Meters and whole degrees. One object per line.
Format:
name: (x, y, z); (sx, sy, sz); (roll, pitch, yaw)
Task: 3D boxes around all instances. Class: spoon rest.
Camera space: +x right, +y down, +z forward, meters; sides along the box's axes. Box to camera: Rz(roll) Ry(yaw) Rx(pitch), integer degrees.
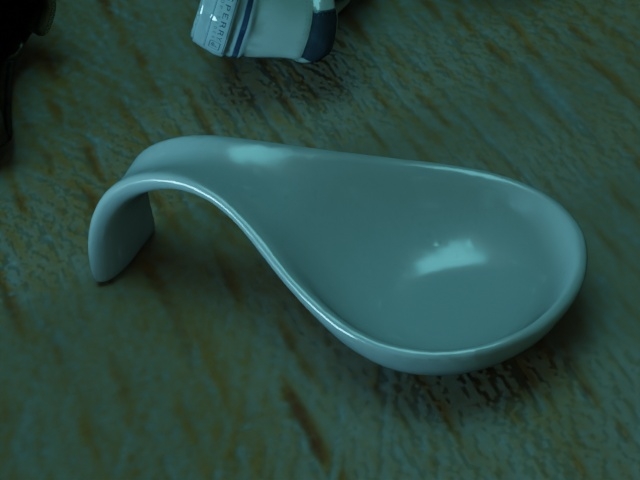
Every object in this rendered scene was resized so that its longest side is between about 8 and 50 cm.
spoon rest: (0.000, 0.000, 0.986); (0.276, 0.084, 0.137); (10, 44, 27)

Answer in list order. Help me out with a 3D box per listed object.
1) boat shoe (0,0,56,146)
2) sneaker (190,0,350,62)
boat shoe: (-0.211, -0.146, 1.224); (0.095, 0.095, 0.257); (-3, 51, 8)
sneaker: (-0.017, -0.182, 1.226); (0.091, 0.094, 0.258); (19, 38, -5)
